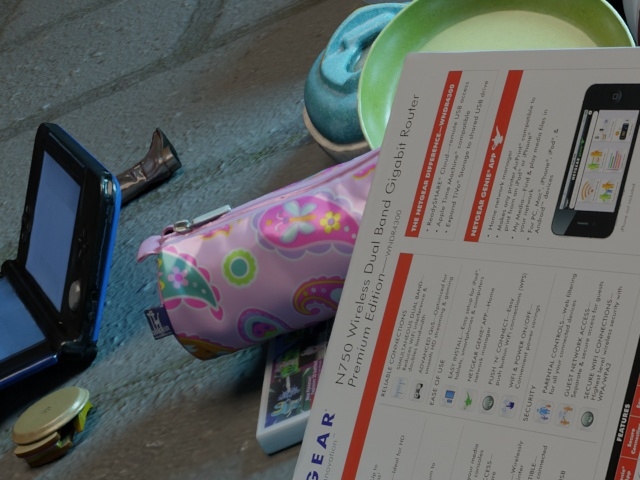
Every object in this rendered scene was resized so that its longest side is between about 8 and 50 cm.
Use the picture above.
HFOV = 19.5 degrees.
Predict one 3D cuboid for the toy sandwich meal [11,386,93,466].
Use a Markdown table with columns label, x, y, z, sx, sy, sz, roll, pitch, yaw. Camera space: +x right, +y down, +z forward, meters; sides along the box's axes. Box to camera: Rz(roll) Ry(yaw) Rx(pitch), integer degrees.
| label | x | y | z | sx | sy | sz | roll | pitch | yaw |
| --- | --- | --- | --- | --- | --- | --- | --- | --- | --- |
| toy sandwich meal | -0.229 | 0.159 | 1.600 | 0.086 | 0.029 | 0.085 | -27 | 19 | 10 |

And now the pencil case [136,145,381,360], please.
| label | x | y | z | sx | sy | sz | roll | pitch | yaw |
| --- | --- | --- | --- | --- | --- | --- | --- | --- | --- |
| pencil case | 0.000 | 0.000 | 1.472 | 0.284 | 0.124 | 0.124 | -21 | 25 | 19 |

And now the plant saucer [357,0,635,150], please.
| label | x | y | z | sx | sy | sz | roll | pitch | yaw |
| --- | --- | --- | --- | --- | --- | --- | --- | --- | --- |
| plant saucer | 0.152 | -0.125 | 1.585 | 0.241 | 0.037 | 0.241 | -7 | 58 | 11 |

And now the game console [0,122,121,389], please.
| label | x | y | z | sx | sy | sz | roll | pitch | yaw |
| --- | --- | --- | --- | --- | --- | --- | --- | --- | --- |
| game console | -0.321 | 0.024 | 1.787 | 0.173 | 0.250 | 0.293 | 6 | 13 | -22 |

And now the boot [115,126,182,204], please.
| label | x | y | z | sx | sy | sz | roll | pitch | yaw |
| --- | --- | --- | --- | --- | --- | --- | --- | --- | --- |
| boot | -0.211 | -0.072 | 2.038 | 0.114 | 0.037 | 0.106 | -34 | 21 | 3 |

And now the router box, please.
| label | x | y | z | sx | sy | sz | roll | pitch | yaw |
| --- | --- | --- | --- | --- | --- | --- | --- | --- | --- |
| router box | 0.136 | 0.057 | 1.060 | 0.301 | 0.082 | 0.335 | 6 | 78 | 49 |

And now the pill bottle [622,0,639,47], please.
| label | x | y | z | sx | sy | sz | roll | pitch | yaw |
| --- | --- | --- | --- | --- | --- | --- | --- | --- | --- |
| pill bottle | 0.341 | -0.127 | 1.248 | 0.224 | 0.224 | 0.392 | -28 | 23 | 6 |

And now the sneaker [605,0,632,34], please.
| label | x | y | z | sx | sy | sz | roll | pitch | yaw |
| --- | --- | --- | --- | --- | --- | --- | --- | --- | --- |
| sneaker | 0.310 | -0.277 | 1.734 | 0.147 | 0.104 | 0.295 | -25 | 28 | 1 |

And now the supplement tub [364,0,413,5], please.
| label | x | y | z | sx | sy | sz | roll | pitch | yaw |
| --- | --- | --- | --- | --- | --- | --- | --- | --- | --- |
| supplement tub | 0.147 | -0.418 | 2.058 | 0.316 | 0.228 | 0.228 | -44 | 27 | -28 |

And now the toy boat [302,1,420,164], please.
| label | x | y | z | sx | sy | sz | roll | pitch | yaw |
| --- | --- | --- | --- | --- | --- | --- | --- | --- | --- |
| toy boat | 0.118 | -0.197 | 1.749 | 0.318 | 0.148 | 0.267 | -30 | 23 | 2 |

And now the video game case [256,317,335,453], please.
| label | x | y | z | sx | sy | sz | roll | pitch | yaw |
| --- | --- | --- | --- | --- | --- | --- | --- | --- | --- |
| video game case | 0.040 | 0.073 | 1.459 | 0.183 | 0.023 | 0.201 | -24 | 25 | 15 |
